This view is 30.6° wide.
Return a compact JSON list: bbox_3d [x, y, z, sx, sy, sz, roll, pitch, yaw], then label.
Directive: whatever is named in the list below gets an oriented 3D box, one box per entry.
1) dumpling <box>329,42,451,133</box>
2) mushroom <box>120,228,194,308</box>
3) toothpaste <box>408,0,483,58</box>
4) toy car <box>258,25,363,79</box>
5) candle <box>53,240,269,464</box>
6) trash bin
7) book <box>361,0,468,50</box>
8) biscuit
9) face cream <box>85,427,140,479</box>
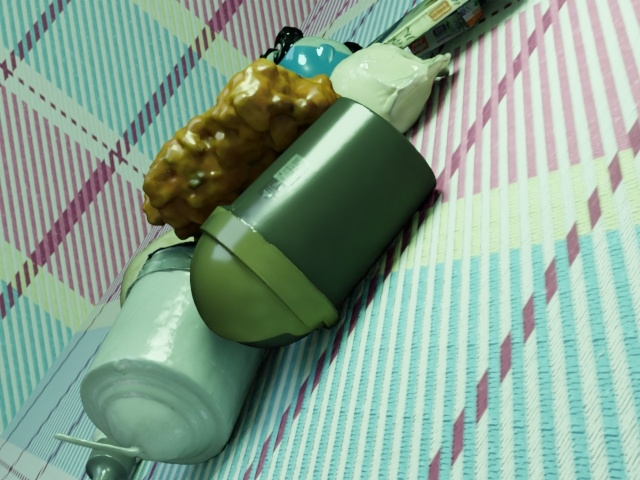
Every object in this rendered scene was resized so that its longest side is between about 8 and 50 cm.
[{"bbox_3d":[0.109,-0.240,1.849,0.193,0.147,0.258,-29,5,-36],"label":"dumpling"},{"bbox_3d":[-0.218,0.082,1.980,0.254,0.184,0.255,-6,28,3],"label":"mushroom"},{"bbox_3d":[0.212,-0.362,2.006,0.047,0.040,0.196,-41,9,-22],"label":"toothpaste"},{"bbox_3d":[-0.028,-0.317,2.416,0.255,0.188,0.190,150,128,-66],"label":"toy car"},{"bbox_3d":[-0.194,0.172,1.595,0.221,0.221,0.343,-40,21,41],"label":"candle"},{"bbox_3d":[-0.023,-0.005,1.498,0.334,0.214,0.214,-49,12,-10],"label":"trash bin"},{"bbox_3d":[0.206,-0.400,1.954,0.428,0.039,0.300,-31,12,47],"label":"book"},{"bbox_3d":[-0.080,-0.102,1.658,0.312,0.318,0.111,-41,59,22],"label":"biscuit"},{"bbox_3d":[-0.318,0.303,1.928,0.092,0.092,0.311,-44,14,30],"label":"face cream"}]
